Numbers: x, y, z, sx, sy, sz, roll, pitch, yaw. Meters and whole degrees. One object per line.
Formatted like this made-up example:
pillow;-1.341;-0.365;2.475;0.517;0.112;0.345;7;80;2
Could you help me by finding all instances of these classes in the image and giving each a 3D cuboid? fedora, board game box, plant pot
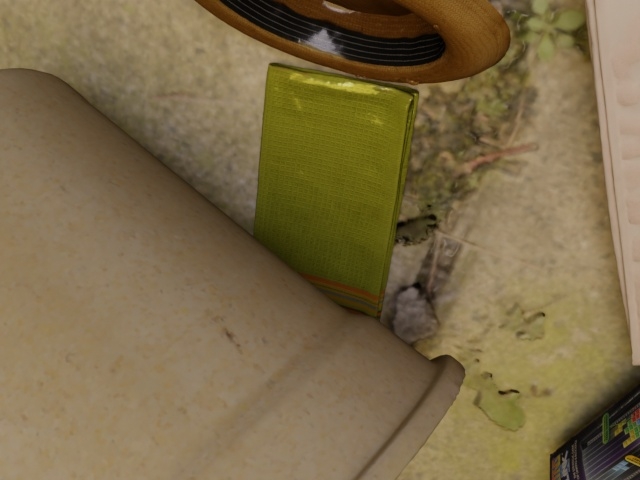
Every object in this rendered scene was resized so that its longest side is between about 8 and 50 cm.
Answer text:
fedora;0.013;-0.150;0.431;0.194;0.194;0.079;17;84;4
board game box;0.268;0.163;0.553;0.170;0.048;0.141;24;130;-8
plant pot;-0.139;0.078;0.487;0.305;0.334;0.334;47;119;7

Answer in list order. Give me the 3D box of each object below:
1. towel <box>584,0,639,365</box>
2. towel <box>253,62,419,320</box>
towel;0.313;-0.058;0.401;0.332;0.053;0.317;-6;131;19
towel;0.000;0.000;0.568;0.102;0.021;0.237;11;119;6
